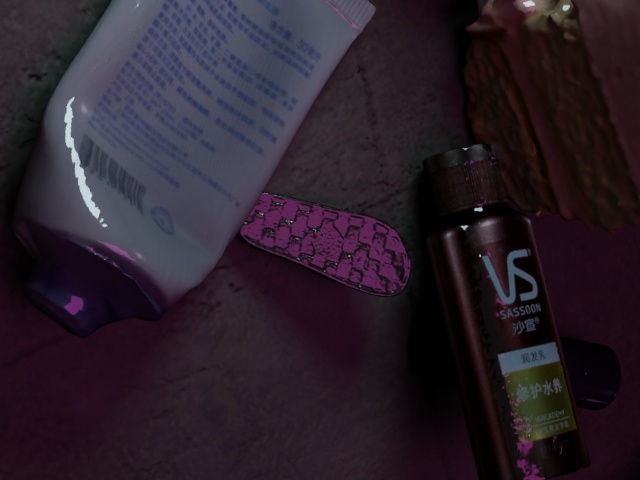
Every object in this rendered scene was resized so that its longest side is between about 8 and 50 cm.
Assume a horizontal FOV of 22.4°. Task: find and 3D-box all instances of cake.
[{"bbox_3d":[0.337,-0.175,1.533,0.314,0.306,0.293,-28,109,-25],"label":"cake"}]

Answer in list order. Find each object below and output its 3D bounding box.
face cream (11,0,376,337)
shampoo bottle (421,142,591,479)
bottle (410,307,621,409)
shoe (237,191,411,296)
[{"bbox_3d":[-0.117,-0.107,1.376,0.235,0.137,0.420,41,69,-32],"label":"face cream"},{"bbox_3d":[0.170,0.070,1.547,0.129,0.084,0.323,-7,82,-36],"label":"shampoo bottle"},{"bbox_3d":[0.200,0.122,1.654,0.244,0.072,0.082,11,77,-35],"label":"bottle"},{"bbox_3d":[0.000,0.000,1.512,0.179,0.049,0.071,19,85,-16],"label":"shoe"}]
